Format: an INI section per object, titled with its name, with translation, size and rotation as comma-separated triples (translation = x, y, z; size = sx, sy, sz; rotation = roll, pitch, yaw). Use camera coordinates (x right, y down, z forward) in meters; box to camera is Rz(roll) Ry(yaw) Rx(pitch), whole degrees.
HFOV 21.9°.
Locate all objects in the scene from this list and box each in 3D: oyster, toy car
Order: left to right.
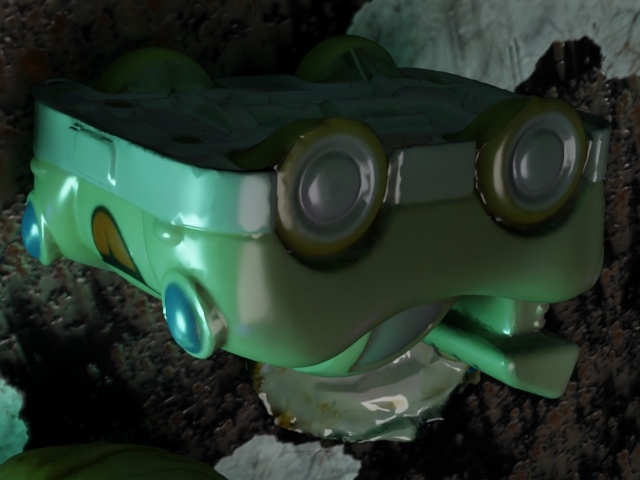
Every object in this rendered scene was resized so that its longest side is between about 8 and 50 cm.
[toy car]
translation = 0.000, 0.000, 1.055
size = 0.336, 0.242, 0.226
rotation = -10, 112, -35
[oyster]
translation = 0.052, 0.067, 1.293
size = 0.260, 0.092, 0.198
rotation = 13, 114, -30

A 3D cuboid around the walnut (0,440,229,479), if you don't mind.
[walnut]
translation = -0.149, 0.290, 1.183
size = 0.252, 0.277, 0.313
rotation = -15, 136, 22
